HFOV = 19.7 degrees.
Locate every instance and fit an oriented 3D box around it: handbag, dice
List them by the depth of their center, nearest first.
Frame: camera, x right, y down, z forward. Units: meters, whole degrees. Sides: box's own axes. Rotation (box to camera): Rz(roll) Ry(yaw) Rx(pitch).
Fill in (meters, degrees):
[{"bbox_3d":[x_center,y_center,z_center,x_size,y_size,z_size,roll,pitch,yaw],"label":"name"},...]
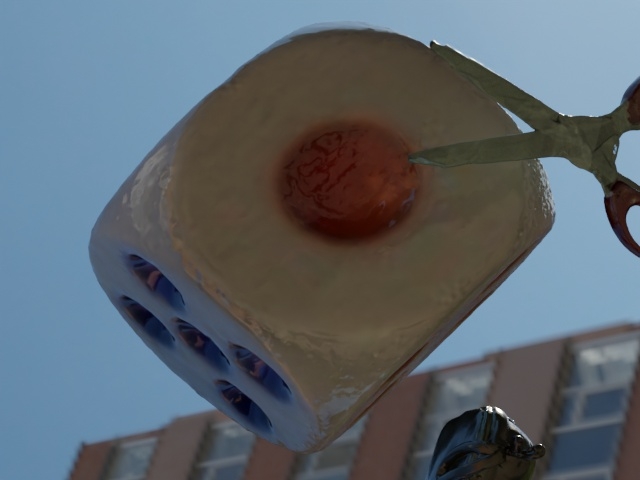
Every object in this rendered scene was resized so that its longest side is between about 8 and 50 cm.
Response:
[{"bbox_3d":[0.082,0.119,0.943,0.047,0.111,0.072,18,-111,-2],"label":"handbag"},{"bbox_3d":[0.000,0.000,1.391,0.243,0.251,0.259,43,-110,6],"label":"dice"}]

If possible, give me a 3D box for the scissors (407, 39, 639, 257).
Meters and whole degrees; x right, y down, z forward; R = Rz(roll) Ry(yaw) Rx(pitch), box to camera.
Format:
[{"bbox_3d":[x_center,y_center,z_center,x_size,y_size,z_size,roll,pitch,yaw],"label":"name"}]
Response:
[{"bbox_3d":[0.169,-0.070,1.269,0.248,0.017,0.144,11,-94,-30],"label":"scissors"}]
